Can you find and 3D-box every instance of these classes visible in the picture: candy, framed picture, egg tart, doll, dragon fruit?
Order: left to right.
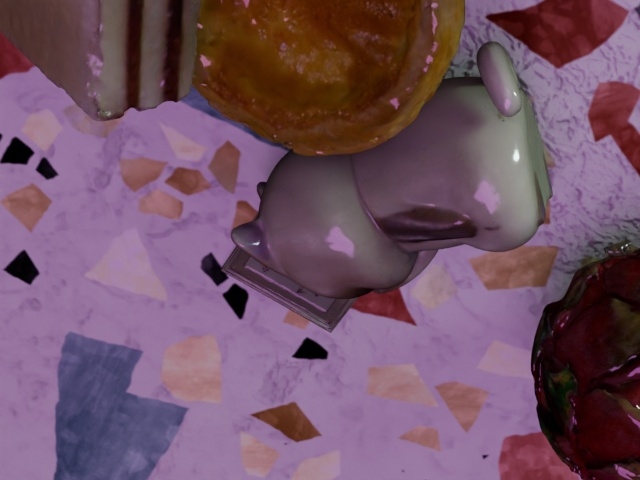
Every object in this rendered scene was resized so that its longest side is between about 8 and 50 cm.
[{"bbox_3d":[-0.265,-0.284,1.542,0.321,0.135,0.179,41,134,33],"label":"candy"},{"bbox_3d":[-0.012,-0.283,1.548,0.388,0.169,0.387,12,118,23],"label":"egg tart"},{"bbox_3d":[0.000,0.000,1.845,0.173,0.010,0.231,29,122,-9],"label":"framed picture"},{"bbox_3d":[0.104,-0.054,1.669,0.370,0.215,0.226,-29,110,22],"label":"doll"},{"bbox_3d":[0.398,0.157,1.712,0.329,0.329,0.329,4,123,7],"label":"dragon fruit"}]
